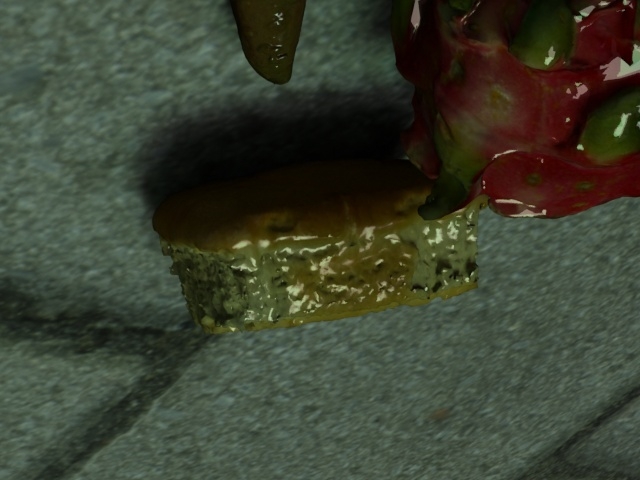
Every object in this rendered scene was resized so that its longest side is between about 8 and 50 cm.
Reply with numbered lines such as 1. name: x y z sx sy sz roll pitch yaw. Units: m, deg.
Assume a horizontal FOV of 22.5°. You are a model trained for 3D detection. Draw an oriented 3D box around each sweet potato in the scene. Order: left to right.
1. sweet potato: -0.024 -0.200 1.012 0.067 0.067 0.274 -14 140 -19

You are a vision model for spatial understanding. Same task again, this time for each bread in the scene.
1. bread: 0.000 0.000 1.210 0.245 0.121 0.174 -6 -179 -21

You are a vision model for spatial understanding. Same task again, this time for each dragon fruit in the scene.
1. dragon fruit: 0.165 -0.132 1.091 0.231 0.237 0.303 -3 166 6
